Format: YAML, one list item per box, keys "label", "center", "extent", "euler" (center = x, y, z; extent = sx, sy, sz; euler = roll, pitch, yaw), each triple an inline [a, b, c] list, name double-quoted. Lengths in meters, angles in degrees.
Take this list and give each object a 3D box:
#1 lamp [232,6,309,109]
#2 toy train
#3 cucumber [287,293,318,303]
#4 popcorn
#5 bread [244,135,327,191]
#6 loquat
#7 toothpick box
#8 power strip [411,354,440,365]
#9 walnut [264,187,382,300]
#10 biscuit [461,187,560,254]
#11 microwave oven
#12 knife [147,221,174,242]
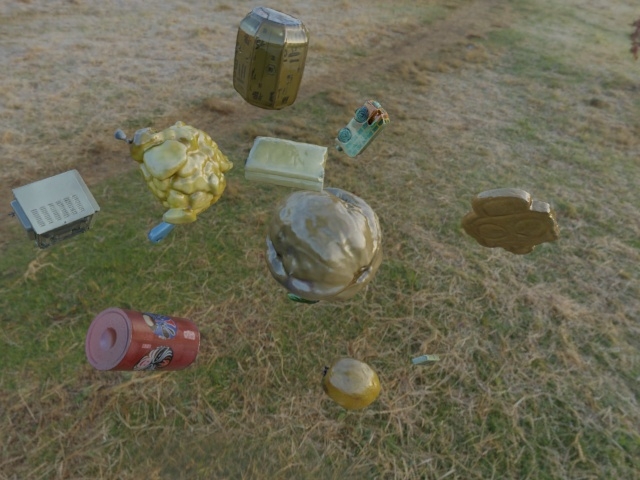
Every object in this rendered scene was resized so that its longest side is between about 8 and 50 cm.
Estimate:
- label: "lamp"
  center: [-0.108, -0.391, 0.927]
  extent: [0.161, 0.185, 0.161]
  euler: [12, 38, -10]
- label: "toy train"
  center: [0.126, -0.336, 1.305]
  extent: [0.099, 0.188, 0.072]
  euler: [43, 30, 1]
- label: "cucumber"
  center: [-0.058, 0.227, 1.666]
  extent: [0.168, 0.039, 0.039]
  euler: [1, 31, 33]
- label: "popcorn"
  center: [-0.218, -0.115, 0.695]
  extent: [0.140, 0.194, 0.163]
  euler: [-30, 92, -5]
- label: "bread"
  center: [-0.075, -0.181, 0.979]
  extent: [0.178, 0.060, 0.139]
  euler: [8, 52, -1]
- label: "loquat"
  center: [0.105, 0.523, 1.563]
  extent: [0.234, 0.187, 0.176]
  euler: [24, 33, -3]
- label: "toothpick box"
  center: [-0.608, 0.354, 1.495]
  extent: [0.204, 0.333, 0.204]
  euler: [-7, 72, 22]
- label: "power strip"
  center: [0.432, 0.490, 1.741]
  extent: [0.169, 0.076, 0.028]
  euler: [24, 44, -54]
- label: "walnut"
  center: [0.011, 0.011, 1.320]
  extent: [0.384, 0.383, 0.383]
  euler: [5, 39, -4]
- label: "biscuit"
  center: [0.590, -0.042, 1.337]
  extent: [0.269, 0.376, 0.051]
  euler: [-7, 58, 37]
- label: "microwave oven"
  center: [-0.754, -0.077, 1.212]
  extent: [0.194, 0.241, 0.145]
  euler: [-35, 99, -33]
- label: "knife"
  center: [-0.389, -0.082, 1.211]
  extent: [0.244, 0.058, 0.032]
  euler: [-43, 77, -5]
